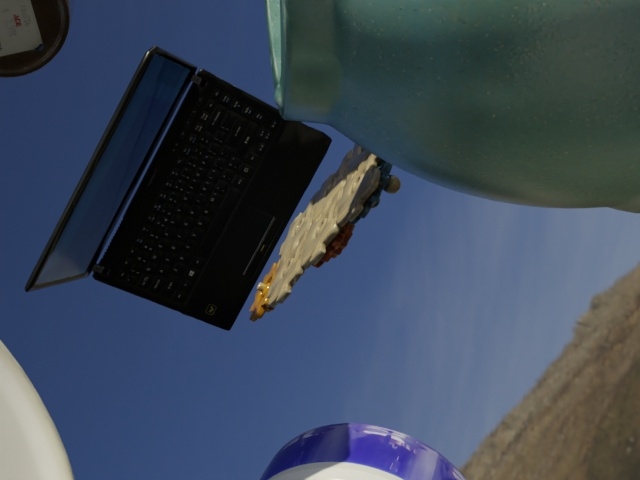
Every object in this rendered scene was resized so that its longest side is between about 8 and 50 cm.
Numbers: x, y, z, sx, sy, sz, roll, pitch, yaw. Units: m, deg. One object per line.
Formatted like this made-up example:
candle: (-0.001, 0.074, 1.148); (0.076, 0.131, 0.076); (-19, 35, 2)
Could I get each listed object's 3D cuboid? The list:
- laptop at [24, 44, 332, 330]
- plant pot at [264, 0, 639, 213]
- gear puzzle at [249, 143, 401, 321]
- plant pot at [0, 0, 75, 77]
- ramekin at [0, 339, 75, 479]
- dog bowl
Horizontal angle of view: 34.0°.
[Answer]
laptop: (-0.118, -0.033, 0.980); (0.264, 0.136, 0.234); (25, -83, -32)
plant pot: (0.067, -0.152, 0.515); (0.293, 0.196, 0.293); (176, 90, -86)
gear puzzle: (0.000, 0.000, 1.265); (0.339, 0.044, 0.175); (-50, 17, 38)
plant pot: (-0.323, -0.249, 0.998); (0.215, 0.230, 0.215); (-16, -51, -20)
ramekin: (-0.216, 0.113, 0.432); (0.127, 0.273, 0.273); (-34, -27, 14)
dog bowl: (0.043, 0.331, 1.121); (0.104, 0.264, 0.265); (-58, -29, -59)
